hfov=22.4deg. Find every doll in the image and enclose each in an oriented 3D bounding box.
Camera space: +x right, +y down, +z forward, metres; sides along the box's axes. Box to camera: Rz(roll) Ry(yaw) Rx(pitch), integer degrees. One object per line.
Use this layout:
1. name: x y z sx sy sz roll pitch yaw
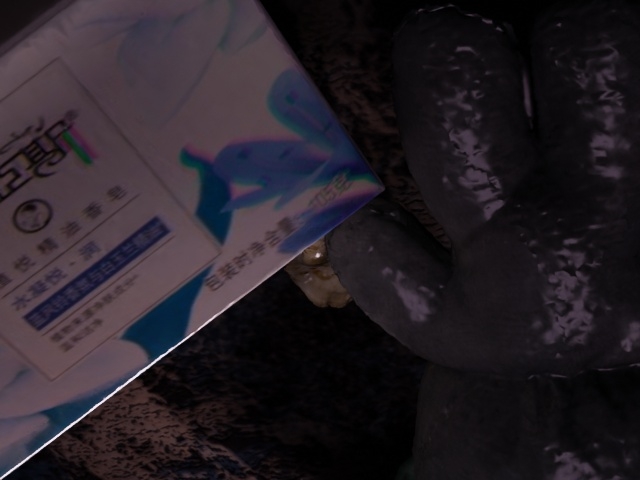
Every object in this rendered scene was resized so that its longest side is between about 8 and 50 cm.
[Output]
1. doll: 0.131 0.014 0.900 0.246 0.158 0.340 -11 107 8

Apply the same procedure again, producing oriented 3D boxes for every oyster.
1. oyster: 0.000 0.000 0.962 0.081 0.038 0.083 44 152 -14

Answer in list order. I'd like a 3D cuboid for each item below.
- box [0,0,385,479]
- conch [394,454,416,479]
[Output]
1. box: -0.137 -0.029 0.767 0.274 0.116 0.203 -37 134 -1
2. conch: 0.074 0.222 1.146 0.202 0.134 0.196 -40 169 27
